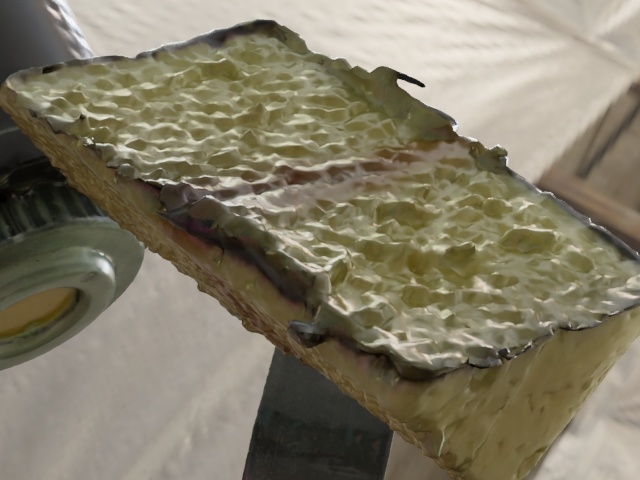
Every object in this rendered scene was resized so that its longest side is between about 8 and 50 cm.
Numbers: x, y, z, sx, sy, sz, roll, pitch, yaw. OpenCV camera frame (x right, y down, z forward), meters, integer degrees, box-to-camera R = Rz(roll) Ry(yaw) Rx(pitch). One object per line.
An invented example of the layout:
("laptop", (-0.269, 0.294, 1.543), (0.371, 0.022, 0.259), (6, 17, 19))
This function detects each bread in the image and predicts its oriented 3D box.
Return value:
("bread", (0.000, 0.000, 0.756), (0.178, 0.141, 0.266), (-29, -128, -31))

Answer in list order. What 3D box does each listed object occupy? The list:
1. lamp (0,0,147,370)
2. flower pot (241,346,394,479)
("lamp", (-0.217, -0.065, 0.993), (0.205, 0.374, 0.272), (-30, -130, -3))
("flower pot", (0.010, 0.125, 1.400), (0.108, 0.103, 0.229), (12, -117, 4))
